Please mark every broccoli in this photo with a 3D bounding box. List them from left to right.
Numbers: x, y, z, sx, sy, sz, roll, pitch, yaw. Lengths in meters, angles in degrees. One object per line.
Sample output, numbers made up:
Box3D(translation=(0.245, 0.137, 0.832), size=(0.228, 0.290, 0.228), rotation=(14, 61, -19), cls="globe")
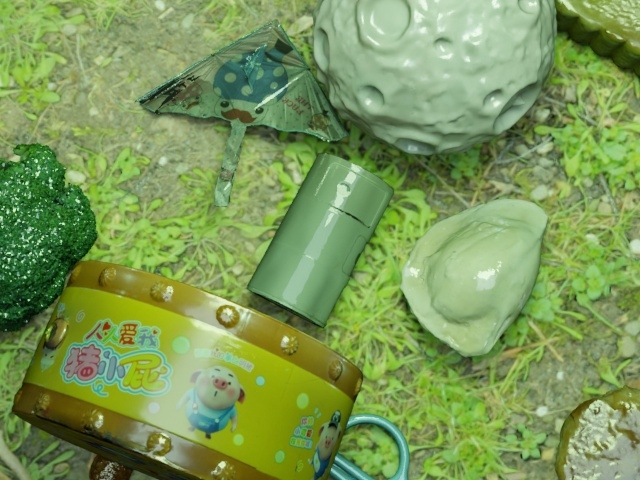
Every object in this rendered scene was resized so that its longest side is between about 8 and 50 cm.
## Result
Box3D(translation=(-0.460, 0.000, 1.885), size=(0.294, 0.265, 0.245), rotation=(-32, 50, -10), cls="broccoli")

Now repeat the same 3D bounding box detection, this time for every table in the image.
Box3D(translation=(0.000, 0.000, 1.919), size=(0.126, 0.126, 0.220), rotation=(27, 84, 2), cls="table")

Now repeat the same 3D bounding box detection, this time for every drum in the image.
Box3D(translation=(-0.169, 0.199, 1.743), size=(0.431, 0.431, 0.214), rotation=(22, 76, 2), cls="drum")

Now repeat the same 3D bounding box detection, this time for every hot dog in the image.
Box3D(translation=(-0.294, 0.318, 1.928), size=(0.058, 0.035, 0.083), rotation=(26, 79, 2), cls="hot dog")

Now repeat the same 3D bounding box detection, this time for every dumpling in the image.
Box3D(translation=(0.217, 0.035, 1.924), size=(0.179, 0.131, 0.252), rotation=(22, 74, 26), cls="dumpling")

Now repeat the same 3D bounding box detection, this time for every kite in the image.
Box3D(translation=(-0.112, -0.187, 1.955), size=(0.335, 0.011, 0.314), rotation=(9, 67, 18), cls="kite")

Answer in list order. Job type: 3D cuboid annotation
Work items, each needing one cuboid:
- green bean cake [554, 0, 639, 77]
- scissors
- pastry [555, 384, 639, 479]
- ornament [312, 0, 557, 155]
Box3D(translation=(0.466, -0.373, 1.962), size=(0.233, 0.124, 0.236), rotation=(29, 84, 4), cls="green bean cake")
Box3D(translation=(0.175, 0.431, 1.922), size=(0.447, 0.029, 0.193), rotation=(36, 85, 3), cls="scissors")
Box3D(translation=(0.442, 0.314, 1.902), size=(0.228, 0.100, 0.219), rotation=(3, 80, 5), cls="pastry")
Box3D(translation=(0.162, -0.274, 1.845), size=(0.337, 0.337, 0.337), rotation=(0, 84, 0), cls="ornament")
